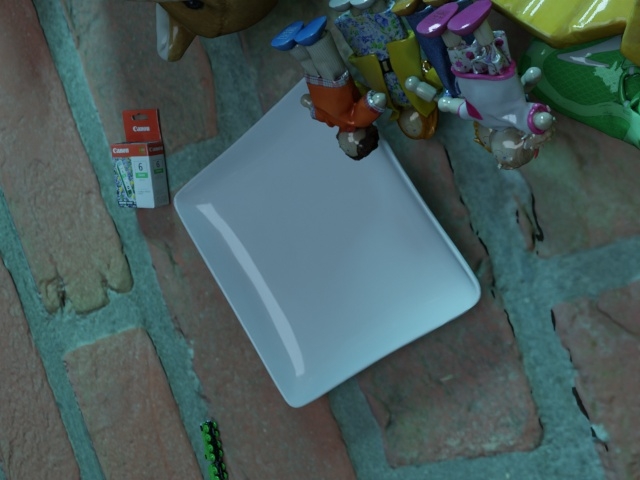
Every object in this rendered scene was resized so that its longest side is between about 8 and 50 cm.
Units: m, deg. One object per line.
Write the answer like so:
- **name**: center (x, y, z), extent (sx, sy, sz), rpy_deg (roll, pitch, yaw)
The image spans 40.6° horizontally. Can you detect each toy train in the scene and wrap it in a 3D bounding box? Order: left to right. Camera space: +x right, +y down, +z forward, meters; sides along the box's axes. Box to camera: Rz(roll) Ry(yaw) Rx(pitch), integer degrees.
- **toy train**: center (-0.134, 0.262, 1.073), extent (0.023, 0.017, 0.083), rpy_deg (-4, 100, 46)

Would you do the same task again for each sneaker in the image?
- **sneaker**: center (0.279, -0.096, 0.635), extent (0.295, 0.123, 0.109), rpy_deg (30, 117, 26)

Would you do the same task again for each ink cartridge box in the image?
- **ink cartridge box**: center (-0.217, -0.097, 1.030), extent (0.062, 0.029, 0.115), rpy_deg (3, 104, 34)

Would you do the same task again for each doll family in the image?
- **doll family**: center (0.098, -0.136, 0.720), extent (0.263, 0.118, 0.163), rpy_deg (10, 143, 46)

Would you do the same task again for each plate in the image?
- **plate**: center (0.000, 0.000, 0.898), extent (0.277, 0.045, 0.278), rpy_deg (-36, 80, 34)

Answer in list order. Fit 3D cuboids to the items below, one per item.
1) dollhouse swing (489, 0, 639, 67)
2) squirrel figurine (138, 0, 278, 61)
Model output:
- **dollhouse swing**: center (0.142, -0.347, 0.527), extent (0.347, 0.305, 0.315), rpy_deg (41, 98, 20)
- **squirrel figurine**: center (-0.180, -0.361, 0.793), extent (0.281, 0.397, 0.370), rpy_deg (-45, 116, -3)
